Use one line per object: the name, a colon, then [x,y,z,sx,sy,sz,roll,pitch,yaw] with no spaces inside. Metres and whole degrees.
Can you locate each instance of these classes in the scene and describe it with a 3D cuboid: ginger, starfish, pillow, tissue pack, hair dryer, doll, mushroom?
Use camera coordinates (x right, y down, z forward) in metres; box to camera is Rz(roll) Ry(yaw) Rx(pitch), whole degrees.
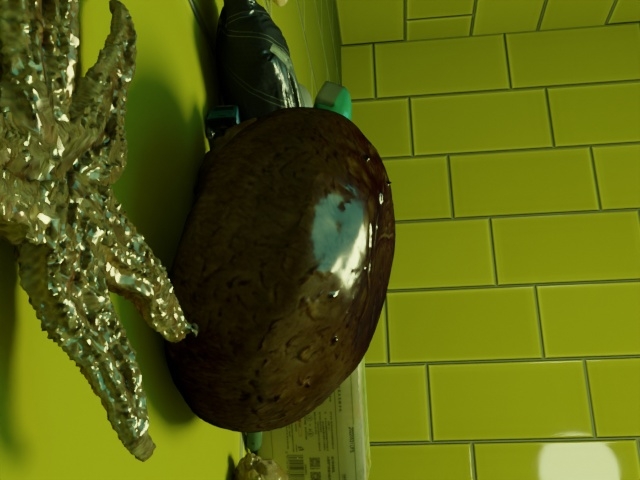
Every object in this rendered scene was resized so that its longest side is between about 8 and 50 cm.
ginger: [-0.071,0.352,0.849,0.095,0.069,0.190,11,75,-58]
starfish: [-0.139,-0.026,0.407,0.299,0.060,0.302,-95,174,-68]
pillow: [-0.075,-0.163,0.905,0.161,0.093,0.335,49,-25,50]
tissue pack: [-0.012,0.247,1.022,0.125,0.159,0.234,-61,147,-78]
hair dryer: [-0.089,0.238,0.922,0.071,0.047,0.150,-79,175,-62]
doll: [-0.039,-0.159,1.186,0.195,0.153,0.258,109,3,-51]
mushroom: [-0.034,0.033,0.702,0.345,0.239,0.345,16,71,-58]

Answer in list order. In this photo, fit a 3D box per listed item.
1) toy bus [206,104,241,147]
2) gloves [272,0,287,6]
toy bus: [-0.111,-0.118,0.842,0.046,0.038,0.083,-90,175,-54]
gloves: [-0.049,-0.532,1.257,0.301,0.152,0.197,-133,-114,-77]
